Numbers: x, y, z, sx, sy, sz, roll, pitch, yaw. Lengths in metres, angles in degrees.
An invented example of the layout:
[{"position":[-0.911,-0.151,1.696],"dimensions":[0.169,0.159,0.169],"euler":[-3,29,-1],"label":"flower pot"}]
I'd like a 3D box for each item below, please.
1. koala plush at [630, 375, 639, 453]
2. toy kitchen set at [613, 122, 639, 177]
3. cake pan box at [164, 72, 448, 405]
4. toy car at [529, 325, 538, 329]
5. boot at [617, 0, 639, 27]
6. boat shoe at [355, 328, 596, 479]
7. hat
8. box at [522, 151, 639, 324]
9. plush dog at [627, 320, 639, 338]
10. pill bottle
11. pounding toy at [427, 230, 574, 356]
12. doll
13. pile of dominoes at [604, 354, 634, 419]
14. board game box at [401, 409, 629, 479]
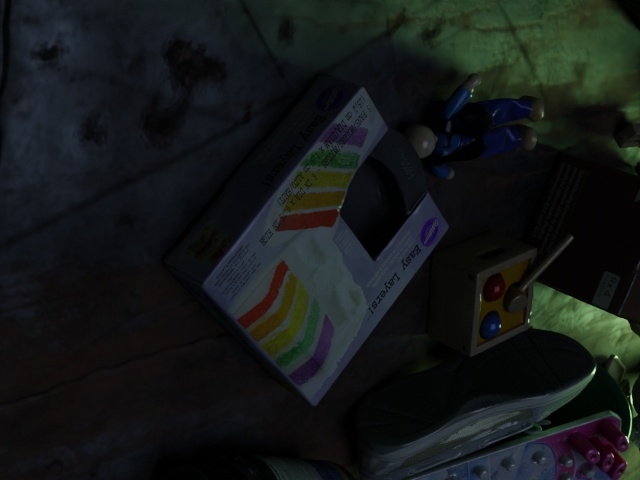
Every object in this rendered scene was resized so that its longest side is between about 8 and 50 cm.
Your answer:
[{"position":[0.548,0.245,1.846],"dimensions":[0.221,0.203,0.196],"euler":[28,83,-36],"label":"koala plush"},{"position":[0.429,-0.104,1.646],"dimensions":[0.075,0.083,0.068],"euler":[-8,155,-43],"label":"toy kitchen set"},{"position":[0.000,0.000,1.261],"dimensions":[0.267,0.070,0.246],"euler":[-51,138,-15],"label":"cake pan box"},{"position":[0.251,0.125,1.590],"dimensions":[0.122,0.040,0.060],"euler":[-26,125,-35],"label":"toy car"},{"position":[0.482,-0.387,1.519],"dimensions":[0.377,0.138,0.284],"euler":[25,90,-43],"label":"boot"},{"position":[0.186,0.200,1.491],"dimensions":[0.320,0.118,0.103],"euler":[-21,137,-22],"label":"boat shoe"},{"position":[0.290,0.266,1.687],"dimensions":[0.208,0.173,0.183],"euler":[-1,144,-25],"label":"hat"},{"position":[0.388,0.009,1.579],"dimensions":[0.203,0.167,0.168],"euler":[20,94,-48],"label":"box"},{"position":[0.513,0.071,1.733],"dimensions":[0.225,0.262,0.210],"euler":[-12,155,-30],"label":"plush dog"},{"position":[-0.064,0.285,1.288],"dimensions":[0.219,0.123,0.123],"euler":[15,98,-47],"label":"pill bottle"},{"position":[0.214,0.053,1.474],"dimensions":[0.141,0.100,0.130],"euler":[-20,122,-38],"label":"pounding toy"},{"position":[0.165,-0.125,1.381],"dimensions":[0.189,0.046,0.129],"euler":[-14,127,-34],"label":"doll"},{"position":[0.380,0.291,1.819],"dimensions":[0.251,0.040,0.196],"euler":[-45,134,-32],"label":"pile of dominoes"},{"position":[0.217,0.433,1.583],"dimensions":[0.390,0.050,0.390],"euler":[-15,121,-14],"label":"board game box"}]
